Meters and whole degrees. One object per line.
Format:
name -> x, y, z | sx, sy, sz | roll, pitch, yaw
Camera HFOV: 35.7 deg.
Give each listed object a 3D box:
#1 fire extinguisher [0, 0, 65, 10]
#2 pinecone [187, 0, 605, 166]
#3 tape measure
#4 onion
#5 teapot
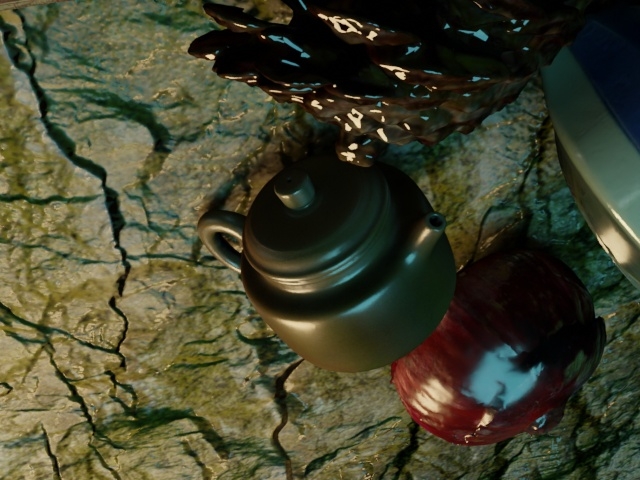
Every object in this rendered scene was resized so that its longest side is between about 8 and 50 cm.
fire extinguisher -> -0.249, -0.176, 0.681 | 0.252, 0.075, 0.106 | -12, 138, -10
pinecone -> 0.057, -0.191, 0.650 | 0.242, 0.298, 0.296 | 40, 109, -1
tape measure -> 0.324, -0.069, 0.899 | 0.259, 0.262, 0.138 | 26, 131, -38
onion -> 0.200, 0.125, 1.094 | 0.246, 0.190, 0.246 | -26, 152, -15
teapot -> 0.000, 0.000, 0.896 | 0.268, 0.185, 0.175 | 1, 143, 32
